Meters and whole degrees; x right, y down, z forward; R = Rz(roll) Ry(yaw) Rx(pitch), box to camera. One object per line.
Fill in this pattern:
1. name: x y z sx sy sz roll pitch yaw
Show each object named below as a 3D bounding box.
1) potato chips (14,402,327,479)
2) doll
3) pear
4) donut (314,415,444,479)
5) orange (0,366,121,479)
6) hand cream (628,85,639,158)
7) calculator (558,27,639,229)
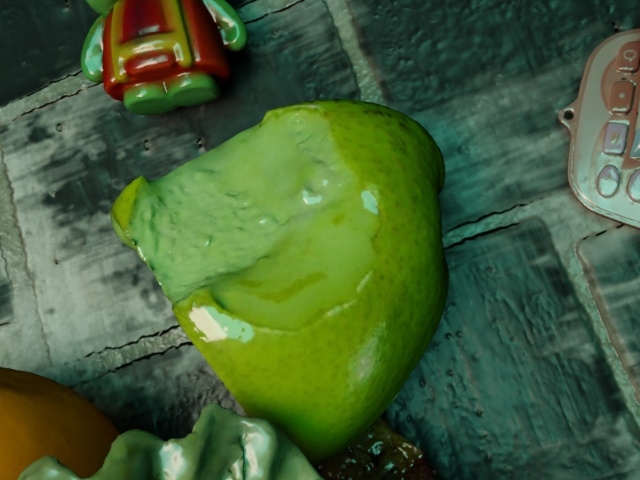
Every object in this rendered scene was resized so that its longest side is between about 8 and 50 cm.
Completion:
1. potato chips: -0.125 0.294 0.384 0.373 0.097 0.389 39 92 -17
2. doll: -0.188 -0.321 0.663 0.182 0.160 0.363 -11 78 11
3. pear: 0.000 0.000 0.536 0.282 0.176 0.286 -34 62 -10
4. donut: 0.098 0.264 0.506 0.112 0.151 0.295 -35 42 -26
5. orange: -0.305 0.258 0.520 0.312 0.312 0.312 -2 80 11
6. hand cream: 0.316 -0.159 0.561 0.065 0.043 0.171 0 83 32
7. calculator: 0.392 -0.095 0.572 0.329 0.048 0.220 12 84 15
